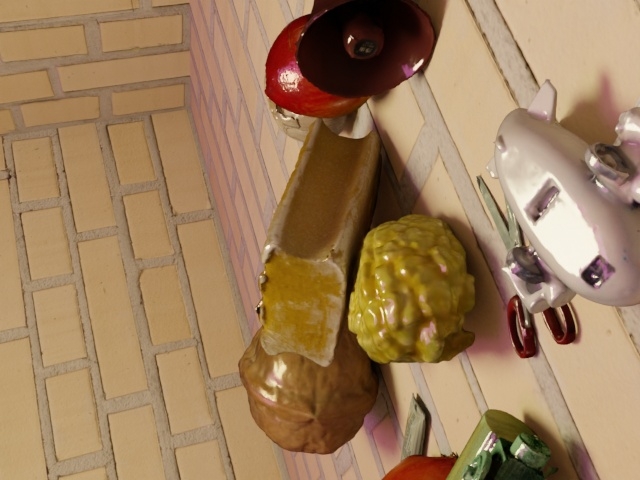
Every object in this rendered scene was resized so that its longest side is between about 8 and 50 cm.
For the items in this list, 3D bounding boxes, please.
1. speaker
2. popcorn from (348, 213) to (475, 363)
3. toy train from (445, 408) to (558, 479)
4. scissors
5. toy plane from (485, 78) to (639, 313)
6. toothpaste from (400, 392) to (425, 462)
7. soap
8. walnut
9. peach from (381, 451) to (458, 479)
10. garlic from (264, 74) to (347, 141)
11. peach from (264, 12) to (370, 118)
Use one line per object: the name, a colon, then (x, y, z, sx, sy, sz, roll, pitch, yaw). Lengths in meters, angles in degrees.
speaker: (0.036, -0.413, 1.090, 0.259, 0.198, 0.329, 67, -168, -66)
popcorn: (0.131, 0.071, 1.132, 0.286, 0.174, 0.225, 115, 157, -83)
toy train: (0.206, 0.368, 0.977, 0.307, 0.126, 0.189, -65, -10, 14)
scissors: (0.244, 0.018, 0.948, 0.144, 0.017, 0.247, 123, 135, -69)
toy plane: (0.245, -0.041, 0.727, 0.245, 0.117, 0.244, 1, 91, 59)
toothpaste: (0.174, 0.403, 1.450, 0.067, 0.037, 0.255, -113, 21, -56)
soap: (0.000, 0.000, 1.311, 0.293, 0.156, 0.335, 99, -173, -45)
walnut: (-0.024, 0.296, 1.611, 0.344, 0.306, 0.306, -100, 3, -74)
peach: (0.164, 0.488, 1.231, 0.361, 0.201, 0.257, -128, 30, -60)
garlic: (-0.029, -0.290, 1.475, 0.228, 0.152, 0.228, 172, 90, -80)
peach: (-0.003, -0.289, 1.274, 0.197, 0.197, 0.197, 169, 90, -75)
